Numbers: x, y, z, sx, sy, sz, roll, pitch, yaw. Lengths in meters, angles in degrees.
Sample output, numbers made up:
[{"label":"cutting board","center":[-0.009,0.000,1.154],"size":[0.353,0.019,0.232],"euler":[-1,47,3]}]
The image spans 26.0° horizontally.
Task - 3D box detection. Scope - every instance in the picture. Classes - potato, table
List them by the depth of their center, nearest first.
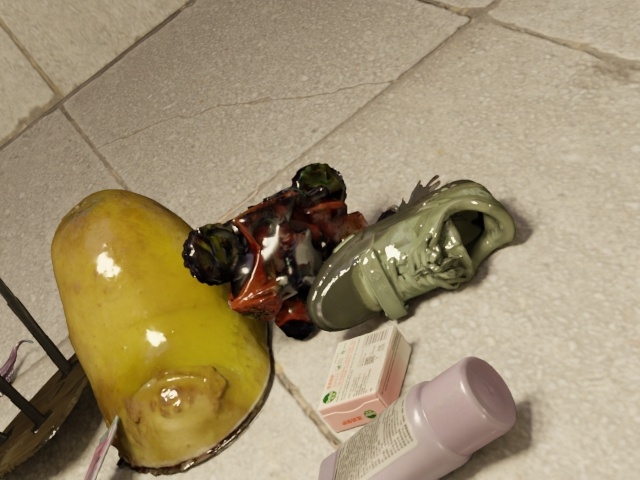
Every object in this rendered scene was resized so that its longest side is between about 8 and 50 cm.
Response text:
[{"label":"potato","center":[-0.260,0.105,1.926],"size":[0.290,0.296,0.397],"euler":[-30,24,18]},{"label":"table","center":[-0.501,0.171,2.078],"size":[0.317,0.249,0.317],"euler":[-43,14,14]}]

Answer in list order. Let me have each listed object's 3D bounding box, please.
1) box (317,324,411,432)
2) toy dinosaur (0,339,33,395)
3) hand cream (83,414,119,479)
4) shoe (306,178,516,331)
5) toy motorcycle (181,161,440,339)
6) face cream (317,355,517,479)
[{"label":"box","center":[0.055,0.168,1.695],"size":[0.089,0.043,0.125],"euler":[-20,30,31]},{"label":"toy dinosaur","center":[-0.563,0.241,2.361],"size":[0.197,0.045,0.080],"euler":[-49,40,-11]},{"label":"hand cream","center":[-0.317,0.357,1.787],"size":[0.079,0.050,0.275],"euler":[-19,39,38]},{"label":"shoe","center":[0.121,0.026,1.774],"size":[0.293,0.109,0.149],"euler":[-36,19,-10]},{"label":"toy motorcycle","center":[0.000,0.000,1.933],"size":[0.401,0.207,0.134],"euler":[-33,6,-35]},{"label":"face cream","center":[0.084,0.231,1.516],"size":[0.274,0.096,0.154],"euler":[-38,24,29]}]
